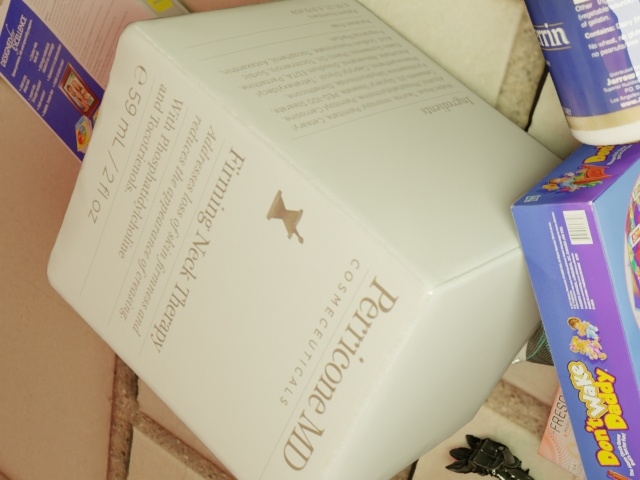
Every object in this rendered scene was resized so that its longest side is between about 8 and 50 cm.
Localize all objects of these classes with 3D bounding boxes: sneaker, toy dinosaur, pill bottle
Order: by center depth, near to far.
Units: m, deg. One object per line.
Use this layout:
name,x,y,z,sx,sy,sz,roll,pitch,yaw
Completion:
pill bottle,0.247,-0.227,0.990,0.153,0.153,0.264,-9,109,44
sneaker,0.253,0.071,1.256,0.076,0.065,0.166,14,130,15
toy dinosaur,0.243,0.355,1.408,0.218,0.164,0.322,44,120,-11

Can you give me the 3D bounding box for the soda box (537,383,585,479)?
soda box,0.295,0.174,1.275,0.063,0.058,0.183,28,132,26

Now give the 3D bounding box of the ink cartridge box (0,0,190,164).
ink cartridge box,-0.326,-0.275,1.529,0.307,0.072,0.303,48,138,11

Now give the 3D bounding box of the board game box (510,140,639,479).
board game box,0.306,0.076,1.073,0.078,0.233,0.347,-2,114,42

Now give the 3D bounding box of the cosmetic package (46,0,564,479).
cosmetic package,0.000,0.000,1.166,0.394,0.327,0.329,42,127,23
